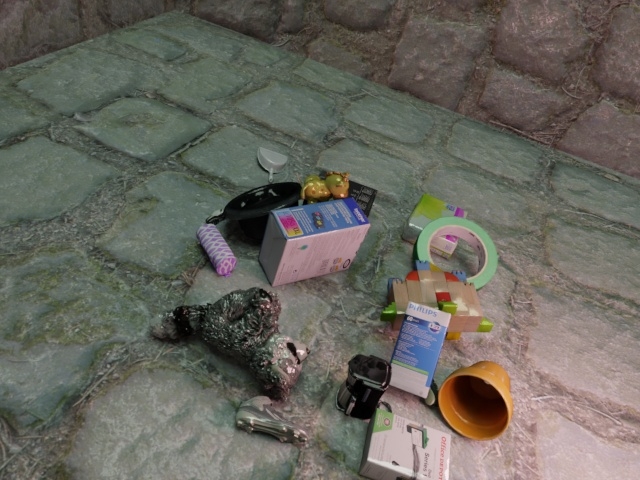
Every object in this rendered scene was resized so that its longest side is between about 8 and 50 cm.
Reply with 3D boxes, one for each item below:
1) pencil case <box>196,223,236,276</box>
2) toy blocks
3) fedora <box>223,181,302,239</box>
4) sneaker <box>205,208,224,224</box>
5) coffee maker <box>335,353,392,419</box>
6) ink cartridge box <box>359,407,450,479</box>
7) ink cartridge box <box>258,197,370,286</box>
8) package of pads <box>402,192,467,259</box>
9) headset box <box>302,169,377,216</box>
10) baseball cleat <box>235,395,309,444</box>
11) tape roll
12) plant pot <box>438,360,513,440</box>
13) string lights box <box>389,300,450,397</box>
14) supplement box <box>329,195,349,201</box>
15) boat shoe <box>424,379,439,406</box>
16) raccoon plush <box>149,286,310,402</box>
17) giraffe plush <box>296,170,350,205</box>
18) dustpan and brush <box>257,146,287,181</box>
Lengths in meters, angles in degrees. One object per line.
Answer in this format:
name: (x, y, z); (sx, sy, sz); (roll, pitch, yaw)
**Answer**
pencil case: (-0.374, 0.029, 1.686); (0.086, 0.088, 0.206); (-11, 47, -33)
toy blocks: (0.388, 0.185, 1.661); (0.381, 0.191, 0.261); (2, 45, -2)
fedora: (-0.197, -0.104, 1.811); (0.334, 0.152, 0.334); (-10, 25, 5)
sneaker: (-0.413, -0.092, 1.854); (0.043, 0.040, 0.109); (19, 34, 29)
coffee maker: (0.143, 0.418, 1.351); (0.171, 0.178, 0.120); (5, 43, -13)
ink cartridge box: (0.231, 0.574, 1.271); (0.219, 0.092, 0.160); (18, 41, 3)
ink cartridge box: (0.000, 0.000, 1.700); (0.395, 0.270, 0.151); (-10, 54, -27)
package of pads: (0.502, -0.073, 2.075); (0.229, 0.101, 0.296); (25, 41, 9)
headset box: (0.068, -0.150, 1.997); (0.283, 0.131, 0.246); (21, 42, 5)
baseball cleat: (-0.124, 0.479, 1.280); (0.206, 0.072, 0.109); (18, 34, -4)
tape roll: (0.529, 0.060, 1.866); (0.321, 0.077, 0.321); (2, 64, -4)
plant pot: (0.485, 0.459, 1.423); (0.205, 0.205, 0.188); (37, 29, 22)
string lights box: (0.299, 0.331, 1.445); (0.133, 0.077, 0.260); (17, 80, 20)
supplement box: (0.065, -0.124, 1.815); (0.056, 0.083, 0.083); (20, 61, -36)
boat shoe: (0.340, 0.459, 1.476); (0.042, 0.049, 0.133); (28, 29, -25)
raccoon plush: (-0.259, 0.333, 1.376); (0.446, 0.216, 0.299); (-16, 58, 7)
giraffe plush: (0.030, -0.189, 1.725); (0.170, 0.210, 0.181); (-13, 53, 15)
dustpan and brush: (-0.224, -0.343, 2.184); (0.147, 0.060, 0.211); (17, 33, -19)
